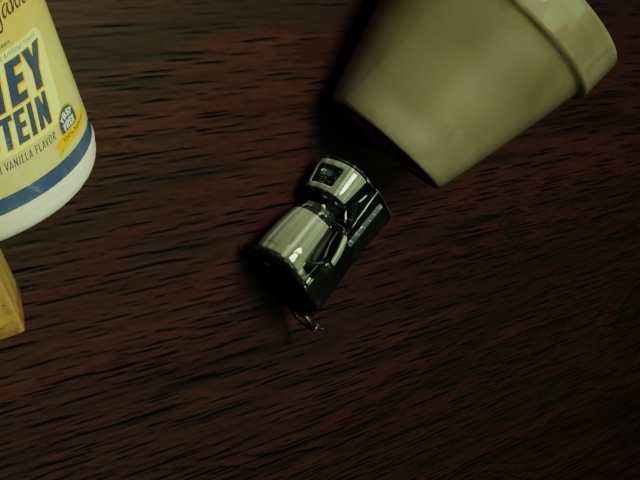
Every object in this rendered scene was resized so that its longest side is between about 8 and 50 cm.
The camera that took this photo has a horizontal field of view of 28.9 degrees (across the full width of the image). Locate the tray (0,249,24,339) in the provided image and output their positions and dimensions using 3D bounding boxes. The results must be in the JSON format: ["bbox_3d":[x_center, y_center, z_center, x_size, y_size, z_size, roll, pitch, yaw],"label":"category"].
[{"bbox_3d":[-0.473,0.052,1.006,0.411,0.076,0.203,-19,125,-5],"label":"tray"}]

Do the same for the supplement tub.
[{"bbox_3d":[-0.349,-0.171,1.094,0.228,0.228,0.316,-40,131,-32],"label":"supplement tub"}]

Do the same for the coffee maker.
[{"bbox_3d":[0.000,0.000,1.663,0.178,0.120,0.171,-50,159,-21],"label":"coffee maker"}]

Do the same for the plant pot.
[{"bbox_3d":[0.177,-0.231,1.639,0.280,0.323,0.323,-50,138,1],"label":"plant pot"}]
